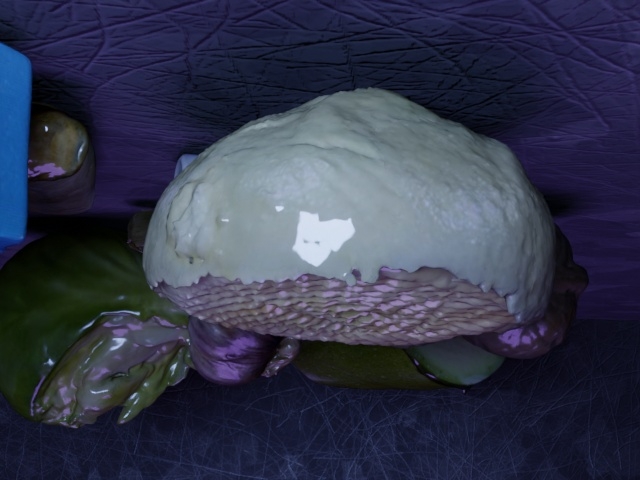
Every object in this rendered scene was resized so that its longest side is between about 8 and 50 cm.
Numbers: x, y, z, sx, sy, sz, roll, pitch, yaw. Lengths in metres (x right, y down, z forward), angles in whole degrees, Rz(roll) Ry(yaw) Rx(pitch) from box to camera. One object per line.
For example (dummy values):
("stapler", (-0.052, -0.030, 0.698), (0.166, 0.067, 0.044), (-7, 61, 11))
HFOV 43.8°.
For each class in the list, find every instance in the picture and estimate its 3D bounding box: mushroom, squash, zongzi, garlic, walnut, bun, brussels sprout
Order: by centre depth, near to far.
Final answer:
("bun", (0.026, -0.020, 0.716), (0.364, 0.202, 0.364), (3, 167, 1))
("mushroom", (-0.276, -0.076, 0.799), (0.100, 0.081, 0.312), (7, 173, -13))
("walnut", (0.261, 0.056, 1.093), (0.224, 0.224, 0.224), (1, 170, 0))
("zongzi", (-0.175, -0.022, 1.111), (0.160, 0.078, 0.176), (7, 158, -29))
("garlic", (-0.090, 0.108, 1.164), (0.160, 0.245, 0.245), (32, 170, 4))
("brussels sprout", (-0.363, 0.119, 1.310), (0.371, 0.315, 0.276), (-20, 148, -7))
("squash", (0.122, 0.125, 1.365), (0.263, 0.263, 0.384), (7, 168, -29))

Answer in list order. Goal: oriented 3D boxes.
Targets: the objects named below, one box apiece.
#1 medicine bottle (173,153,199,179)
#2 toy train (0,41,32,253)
("medicine bottle", (-0.035, -0.041, 0.910), (0.260, 0.095, 0.095), (6, 169, -19))
("toy train", (-0.374, -0.066, 0.548), (0.300, 0.188, 0.265), (-5, 170, 19))
